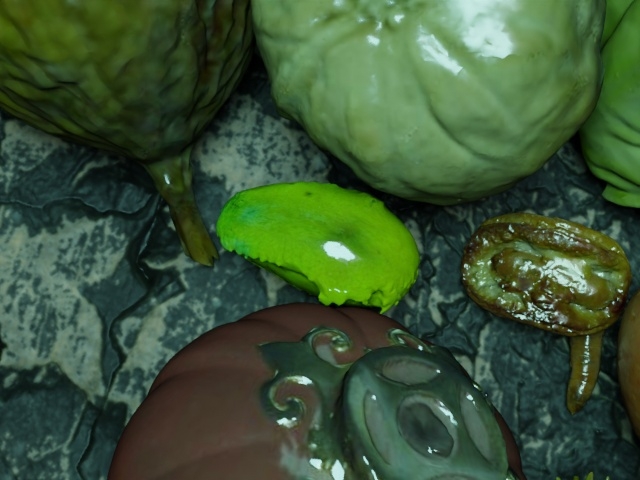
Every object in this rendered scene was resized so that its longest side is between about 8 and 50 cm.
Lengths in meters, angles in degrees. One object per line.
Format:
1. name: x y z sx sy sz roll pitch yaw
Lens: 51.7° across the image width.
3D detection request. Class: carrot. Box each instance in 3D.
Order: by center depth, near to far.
1. carrot: 0.250 0.080 0.616 0.036 0.035 0.165 15 80 -1

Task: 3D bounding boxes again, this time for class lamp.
1. lamp: 0.006 0.186 0.455 0.303 0.257 0.303 21 40 -19

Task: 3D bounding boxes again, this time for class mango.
1. mango: 0.000 -0.001 0.569 0.179 0.119 0.100 18 91 1

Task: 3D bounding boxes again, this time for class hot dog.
1. hot dog: 0.199 0.028 0.589 0.147 0.065 0.099 19 94 16

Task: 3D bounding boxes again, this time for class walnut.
1. walnut: 0.087 -0.174 0.523 0.282 0.277 0.253 40 112 2

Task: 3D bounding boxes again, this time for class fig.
1. fig: -0.143 -0.147 0.550 0.286 0.286 0.368 -27 111 -9

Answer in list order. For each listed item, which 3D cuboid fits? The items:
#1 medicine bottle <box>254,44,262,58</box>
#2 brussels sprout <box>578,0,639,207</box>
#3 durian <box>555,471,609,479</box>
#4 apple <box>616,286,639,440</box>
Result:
1. medicine bottle: 0.012 -0.265 0.657 0.092 0.061 0.220 33 79 -17
2. brussels sprout: 0.391 -0.232 0.520 0.343 0.361 0.424 -9 79 -9
3. durian: 0.235 0.312 0.510 0.154 0.187 0.260 9 90 -45
4. apple: 0.380 0.103 0.521 0.272 0.206 0.251 -25 116 7
